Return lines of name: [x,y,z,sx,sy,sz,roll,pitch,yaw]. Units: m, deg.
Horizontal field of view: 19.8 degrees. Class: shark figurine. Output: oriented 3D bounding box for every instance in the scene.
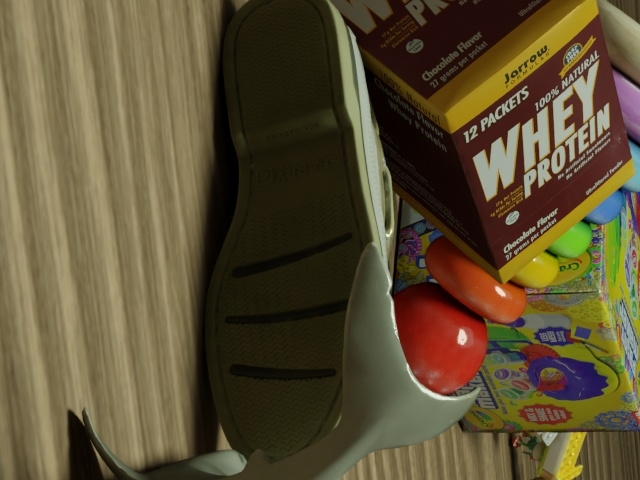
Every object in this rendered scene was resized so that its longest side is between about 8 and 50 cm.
shark figurine: [-0.057,0.108,0.872,0.116,0.278,0.166,48,57,-3]

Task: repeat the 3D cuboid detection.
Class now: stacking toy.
stacking toy: [0.153,-0.022,1.404,0.330,0.141,0.141,-52,166,9]

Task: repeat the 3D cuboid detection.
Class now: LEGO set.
LEGO set: [0.216,0.176,1.903,0.132,0.107,0.287,-46,149,-19]

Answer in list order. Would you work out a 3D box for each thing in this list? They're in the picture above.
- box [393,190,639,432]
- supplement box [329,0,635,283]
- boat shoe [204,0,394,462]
box: [0.192,-0.008,1.653,0.290,0.177,0.279,59,33,-57]
supplement box: [0.093,-0.113,1.250,0.191,0.129,0.194,43,-13,37]
boat shoe: [0.000,0.000,1.107,0.103,0.113,0.302,42,47,-60]
